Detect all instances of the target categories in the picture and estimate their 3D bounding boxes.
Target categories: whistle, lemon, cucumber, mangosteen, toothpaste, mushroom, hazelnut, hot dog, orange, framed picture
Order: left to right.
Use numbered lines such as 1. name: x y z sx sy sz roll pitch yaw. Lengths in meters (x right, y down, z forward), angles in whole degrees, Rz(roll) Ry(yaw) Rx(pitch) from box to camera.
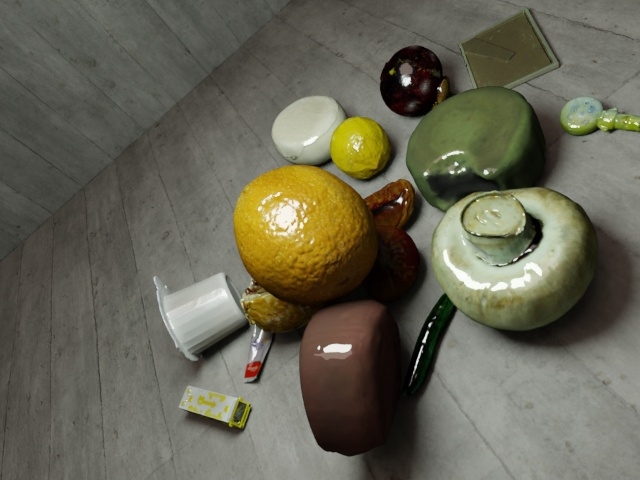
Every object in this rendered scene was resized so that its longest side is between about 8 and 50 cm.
1. toothpaste: -0.175 0.273 1.469 0.075 0.048 0.301 -7 56 28
2. orange: -0.045 -0.020 1.142 0.322 0.322 0.357 -47 53 -3
3. lemon: 0.126 -0.302 1.585 0.192 0.192 0.231 -35 50 10
4. hot dog: 0.181 -0.089 1.440 0.226 0.099 0.161 -21 48 30
5. hazelnut: 0.173 0.059 1.275 0.178 0.178 0.204 1 75 38
6. mangosteen: 0.325 -0.507 1.600 0.265 0.228 0.228 23 69 6
7. cucumber: 0.256 0.241 1.162 0.056 0.056 0.284 10 61 42
8. framed picture: 0.596 -0.606 1.591 0.247 0.022 0.335 -22 47 23
9. mushroom: 0.410 0.021 1.063 0.352 0.260 0.352 -18 45 19
10. whistle: 0.716 -0.309 1.250 0.198 0.057 0.104 23 84 38

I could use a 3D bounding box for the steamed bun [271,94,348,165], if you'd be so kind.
1. steamed bun: -0.026 -0.382 1.774 0.283 0.177 0.283 -14 53 19

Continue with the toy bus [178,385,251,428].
1. toy bus: -0.299 0.467 1.387 0.226 0.074 0.081 0 57 38

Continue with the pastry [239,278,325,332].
1. pastry: -0.089 0.176 1.368 0.256 0.170 0.237 -14 8 0

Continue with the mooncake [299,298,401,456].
1. mooncake: 0.081 0.286 1.060 0.174 0.326 0.334 -9 63 17

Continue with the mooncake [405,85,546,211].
1. mooncake: 0.414 -0.239 1.322 0.351 0.187 0.351 -22 48 27

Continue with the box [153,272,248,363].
1. box: -0.359 0.199 1.521 0.206 0.262 0.291 -26 85 -4
